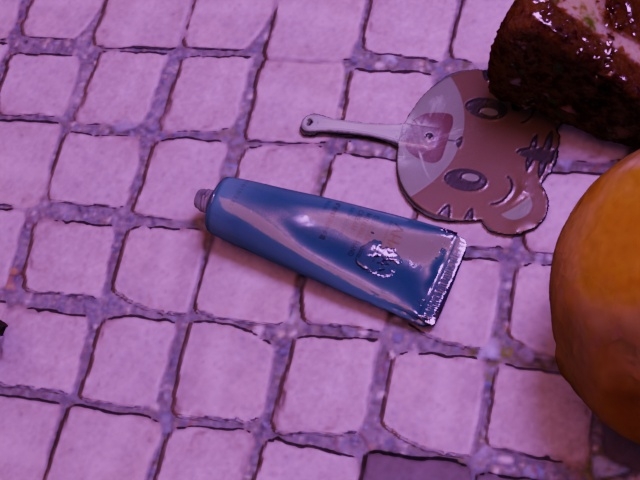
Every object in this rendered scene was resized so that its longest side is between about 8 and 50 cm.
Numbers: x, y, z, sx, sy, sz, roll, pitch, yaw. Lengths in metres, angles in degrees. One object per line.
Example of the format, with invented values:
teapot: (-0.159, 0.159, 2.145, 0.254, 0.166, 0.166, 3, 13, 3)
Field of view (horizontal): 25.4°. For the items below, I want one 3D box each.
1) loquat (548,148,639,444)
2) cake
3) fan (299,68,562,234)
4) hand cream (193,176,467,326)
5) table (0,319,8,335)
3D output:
loquat: (0.268, 0.034, 0.947, 0.238, 0.193, 0.238, -23, 43, 24)
cake: (0.250, -0.140, 1.065, 0.246, 0.135, 0.112, 22, 69, 23)
fan: (0.090, -0.085, 1.159, 0.226, 0.008, 0.152, 10, 67, 19)
hand cream: (0.000, 0.000, 1.127, 0.224, 0.048, 0.083, 18, 68, 17)
table: (-0.465, 0.105, 1.084, 0.317, 0.317, 0.249, 23, 87, 24)
